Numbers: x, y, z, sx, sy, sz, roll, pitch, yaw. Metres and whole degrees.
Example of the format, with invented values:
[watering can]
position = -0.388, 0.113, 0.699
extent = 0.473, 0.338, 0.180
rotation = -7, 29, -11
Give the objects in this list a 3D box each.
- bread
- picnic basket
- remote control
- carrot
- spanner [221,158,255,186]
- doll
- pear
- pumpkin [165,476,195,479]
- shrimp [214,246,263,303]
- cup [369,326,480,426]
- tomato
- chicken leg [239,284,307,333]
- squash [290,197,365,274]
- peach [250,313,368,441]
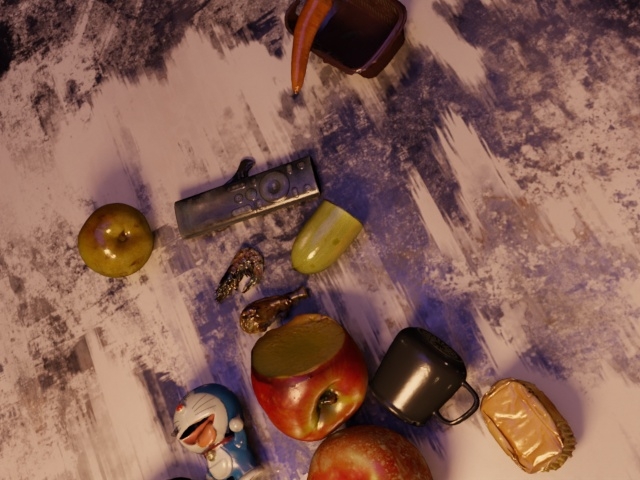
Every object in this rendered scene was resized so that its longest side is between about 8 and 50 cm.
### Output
[bread]
position = 0.417, 0.371, 1.532
extent = 0.132, 0.114, 0.191
rotation = -42, 57, 15
[picnic basket]
position = 0.073, -0.518, 1.878
extent = 0.297, 0.129, 0.223
rotation = 40, 93, 25
[remote control]
position = -0.185, -0.104, 1.901
extent = 0.377, 0.044, 0.107
rotation = -17, 81, 13
[carrot]
position = -0.035, -0.484, 1.816
extent = 0.271, 0.066, 0.062
rotation = -67, 22, 2
[spanner]
position = -0.247, -0.135, 1.954
extent = 0.208, 0.012, 0.046
rotation = -41, 66, 6
[doll]
position = -0.233, 0.452, 1.718
extent = 0.215, 0.161, 0.257
rotation = -48, 67, 31
[pear]
position = -0.515, 0.001, 1.921
extent = 0.199, 0.200, 0.200
rotation = -5, 74, 18
[pumpkin]
position = -0.323, 0.649, 1.693
extent = 0.237, 0.159, 0.238
rotation = -7, 71, 22
[shrimp]
position = -0.199, 0.092, 1.864
extent = 0.091, 0.034, 0.161
rotation = 34, 88, 23
[cup]
position = 0.218, 0.300, 1.587
extent = 0.223, 0.169, 0.177
rotation = 41, 97, 28
[tomato]
position = 0.105, 0.512, 1.545
extent = 0.270, 0.222, 0.270
rotation = -12, 71, 38
[chicken leg]
position = -0.109, 0.163, 1.800
extent = 0.178, 0.070, 0.093
rotation = -28, 43, -2
[squash]
position = 0.000, 0.000, 1.773
extent = 0.123, 0.123, 0.187
rotation = 40, 91, 24
[peach]
position = -0.037, 0.291, 1.647
extent = 0.275, 0.248, 0.246
rotation = -126, 44, -55
